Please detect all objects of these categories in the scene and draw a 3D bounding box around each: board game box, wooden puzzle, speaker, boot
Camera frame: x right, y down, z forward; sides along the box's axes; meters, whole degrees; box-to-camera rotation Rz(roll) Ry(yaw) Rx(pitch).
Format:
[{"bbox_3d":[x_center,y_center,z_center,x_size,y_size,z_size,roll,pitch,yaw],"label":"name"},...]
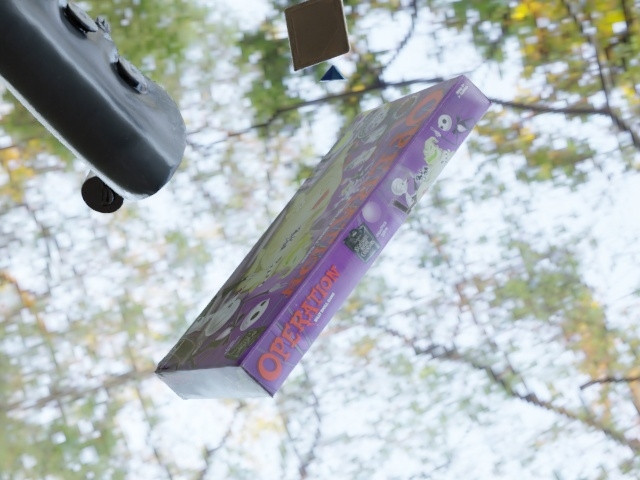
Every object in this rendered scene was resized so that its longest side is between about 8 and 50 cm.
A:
[{"bbox_3d":[0.000,0.000,1.424,0.056,0.347,0.208,46,-24,-19],"label":"board game box"},{"bbox_3d":[-0.002,-0.210,1.544,0.078,0.014,0.116,-9,-100,34],"label":"wooden puzzle"},{"bbox_3d":[-0.248,-0.090,1.888,0.055,0.136,0.055,5,-55,7],"label":"speaker"},{"bbox_3d":[-0.302,-0.188,1.484,0.146,0.367,0.445,-31,-57,11],"label":"boot"}]
